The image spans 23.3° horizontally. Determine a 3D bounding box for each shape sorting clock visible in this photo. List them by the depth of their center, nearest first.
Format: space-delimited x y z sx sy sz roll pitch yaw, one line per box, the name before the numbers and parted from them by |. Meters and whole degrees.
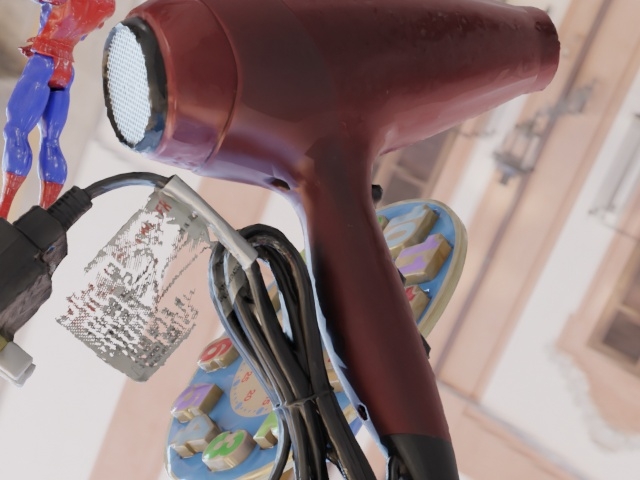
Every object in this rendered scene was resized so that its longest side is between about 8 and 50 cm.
shape sorting clock | -0.007 0.052 0.823 0.040 0.206 0.206 50 -169 -23

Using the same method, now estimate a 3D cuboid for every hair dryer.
hair dryer | 0.000 0.000 0.595 0.223 0.080 0.293 44 -118 -14

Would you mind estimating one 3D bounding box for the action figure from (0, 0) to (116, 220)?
action figure | -0.268 -0.147 1.374 0.139 0.280 0.091 20 -176 34
